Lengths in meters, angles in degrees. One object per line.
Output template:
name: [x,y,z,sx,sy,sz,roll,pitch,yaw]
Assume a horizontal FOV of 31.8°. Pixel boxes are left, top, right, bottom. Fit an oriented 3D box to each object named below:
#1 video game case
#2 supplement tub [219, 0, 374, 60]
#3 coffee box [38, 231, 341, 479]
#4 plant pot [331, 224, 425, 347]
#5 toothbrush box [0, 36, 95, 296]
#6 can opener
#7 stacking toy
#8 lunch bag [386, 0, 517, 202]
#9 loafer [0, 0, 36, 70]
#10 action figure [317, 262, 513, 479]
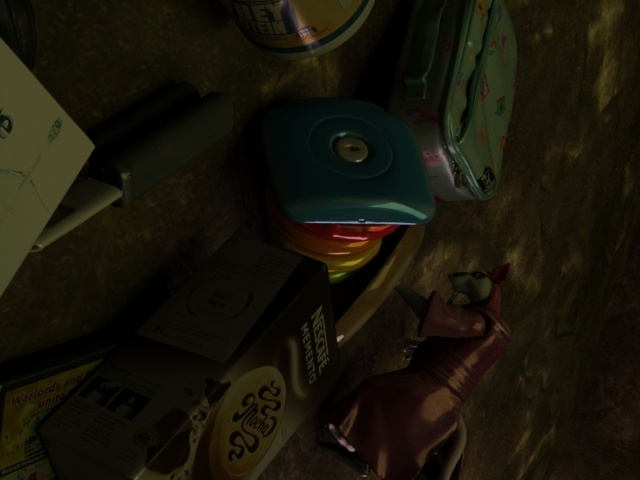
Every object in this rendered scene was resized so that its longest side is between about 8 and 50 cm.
video game case: [-0.228,0.209,1.084,0.275,0.035,0.248,-17,122,-57]
supplement tub: [-0.042,-0.268,0.996,0.144,0.144,0.199,-64,152,-13]
coffee box: [-0.111,0.153,1.091,0.297,0.119,0.168,-48,145,-36]
plant pot: [0.052,0.051,1.336,0.236,0.032,0.236,-50,-174,7]
toothbrush box: [-0.304,-0.012,0.696,0.295,0.126,0.216,-61,151,-17]
can opener: [-0.178,-0.081,0.943,0.283,0.076,0.095,-42,143,-45]
stacking toy: [0.000,0.000,1.265,0.302,0.175,0.165,108,-24,-47]
lunch bag: [0.171,-0.195,1.424,0.224,0.108,0.279,53,45,-57]
loafer: [-0.254,-0.191,0.730,0.078,0.076,0.223,-53,142,-33]
action figure: [0.172,0.189,1.584,0.370,0.276,0.248,-54,145,-3]
